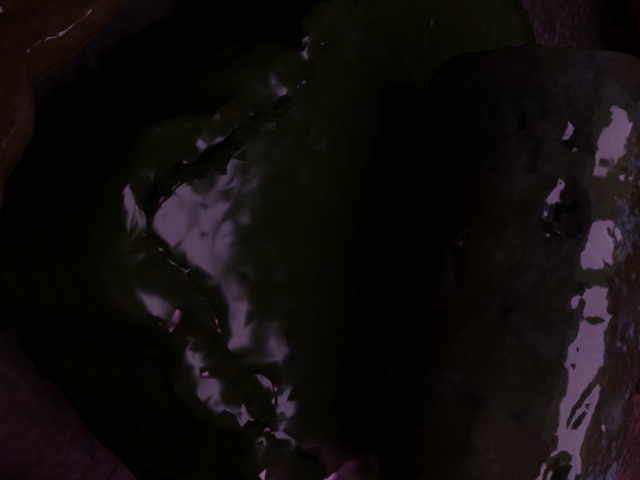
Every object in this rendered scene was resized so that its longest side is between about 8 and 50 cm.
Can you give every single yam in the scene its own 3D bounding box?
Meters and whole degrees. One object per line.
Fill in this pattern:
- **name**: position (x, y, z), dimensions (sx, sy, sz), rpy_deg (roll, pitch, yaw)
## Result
- **yam**: position (0.085, 0.023, 0.354), dimensions (0.107, 0.107, 0.194), rpy_deg (15, 83, -48)

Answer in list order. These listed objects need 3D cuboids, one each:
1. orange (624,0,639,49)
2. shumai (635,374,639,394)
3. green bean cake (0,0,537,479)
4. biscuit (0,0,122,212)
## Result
- **orange**: position (0.435, -0.254, 0.840), dimensions (0.240, 0.240, 0.240), rpy_deg (-17, 114, -43)
- **shumai**: position (0.359, -0.005, 0.860), dimensions (0.292, 0.329, 0.289), rpy_deg (101, 2, -66)
- **green bean cake**: position (0.000, 0.000, 0.493), dimensions (0.335, 0.218, 0.319), rpy_deg (-45, 123, -36)
- **biscuit**: position (-0.163, -0.115, 0.319), dimensions (0.183, 0.047, 0.320), rpy_deg (-2, 77, -22)
